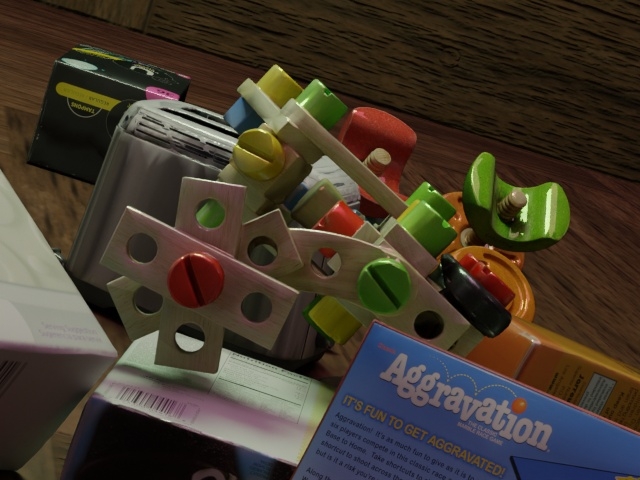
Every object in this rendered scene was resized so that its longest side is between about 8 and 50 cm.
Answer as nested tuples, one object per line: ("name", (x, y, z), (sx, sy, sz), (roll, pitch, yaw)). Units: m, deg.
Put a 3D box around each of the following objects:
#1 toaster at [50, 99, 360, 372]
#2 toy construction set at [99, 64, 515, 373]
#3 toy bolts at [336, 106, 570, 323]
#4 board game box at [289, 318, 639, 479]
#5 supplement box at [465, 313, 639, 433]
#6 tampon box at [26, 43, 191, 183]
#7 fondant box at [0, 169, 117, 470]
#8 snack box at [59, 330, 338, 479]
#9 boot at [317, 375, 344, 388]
("toaster", (-0.079, -0.009, 1.384), (0.227, 0.146, 0.129), (21, 10, 16))
("toy construction set", (0.000, 0.000, 1.144), (0.215, 0.151, 0.327), (44, 17, -1))
("toy bolts", (0.073, 0.018, 1.688), (0.228, 0.158, 0.218), (26, 49, -15))
("board game box", (0.104, 0.148, 0.868), (0.281, 0.145, 0.027), (23, -9, 35))
("supplement box", (0.185, 0.116, 1.294), (0.233, 0.080, 0.078), (21, 8, -35))
("tampon box", (-0.198, -0.116, 1.846), (0.120, 0.101, 0.161), (17, 11, -4))
("fondant box", (-0.279, -0.040, 0.970), (0.238, 0.096, 0.330), (11, 35, -54))
("snack box", (0.034, 0.138, 1.057), (0.322, 0.060, 0.187), (19, 10, 1))
("boot", (0.049, 0.123, 1.221), (0.118, 0.042, 0.087), (18, 13, 0))
